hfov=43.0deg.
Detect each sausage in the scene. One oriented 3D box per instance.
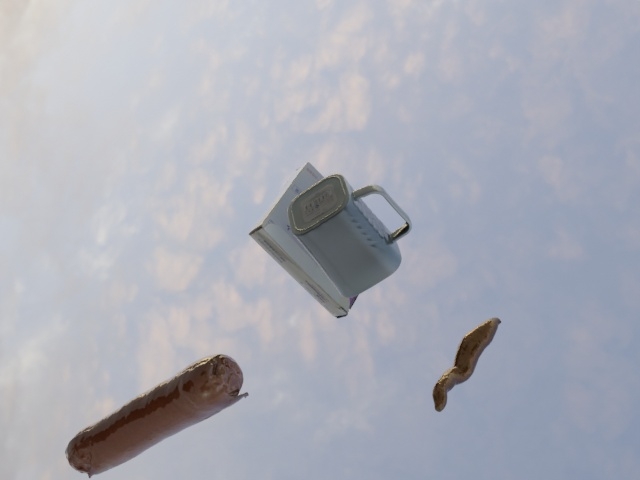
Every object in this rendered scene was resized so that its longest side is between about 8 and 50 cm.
[{"bbox_3d":[-0.280,0.293,1.327,0.419,0.094,0.094,-33,-127,31],"label":"sausage"}]

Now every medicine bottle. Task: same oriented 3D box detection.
[{"bbox_3d":[0.000,0.000,1.300,0.052,0.201,0.171,-28,-159,49],"label":"medicine bottle"}]

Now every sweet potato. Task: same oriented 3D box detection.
[{"bbox_3d":[0.200,0.170,1.132,0.044,0.044,0.179,9,-134,45],"label":"sweet potato"}]

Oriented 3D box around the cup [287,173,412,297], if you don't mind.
[{"bbox_3d":[0.044,-0.013,1.021,0.128,0.129,0.095,-31,-145,13],"label":"cup"}]
